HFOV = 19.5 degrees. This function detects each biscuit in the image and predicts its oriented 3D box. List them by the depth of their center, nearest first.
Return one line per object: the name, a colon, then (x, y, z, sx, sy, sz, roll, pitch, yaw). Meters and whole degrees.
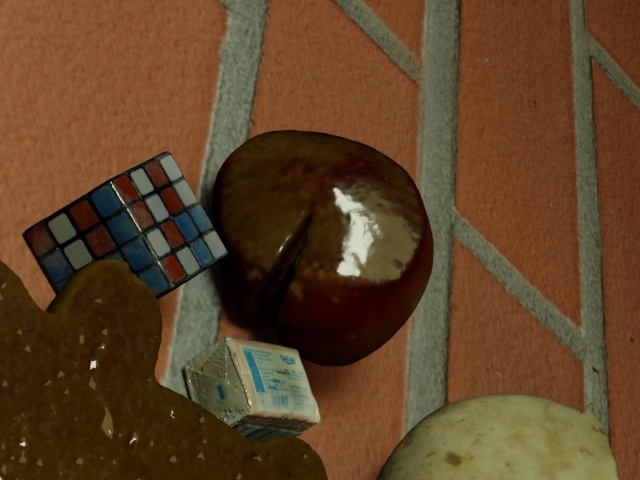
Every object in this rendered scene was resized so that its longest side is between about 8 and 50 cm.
biscuit: (-0.158, 0.150, 1.234, 0.432, 0.064, 0.283, 39, 46, -31)

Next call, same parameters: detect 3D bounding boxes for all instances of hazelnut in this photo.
hazelnut: (0.000, 0.000, 1.526, 0.204, 0.178, 0.178, 38, 22, 22)

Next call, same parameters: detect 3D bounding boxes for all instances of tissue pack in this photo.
tissue pack: (-0.053, 0.118, 1.436, 0.094, 0.059, 0.074, 16, 50, -53)

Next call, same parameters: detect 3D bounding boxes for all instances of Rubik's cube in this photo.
Rubik's cube: (-0.142, 0.002, 1.361, 0.092, 0.092, 0.092, 60, 28, -3)

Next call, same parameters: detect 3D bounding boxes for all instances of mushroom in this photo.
mushroom: (0.127, 0.245, 1.523, 0.189, 0.195, 0.254, 15, 48, -10)
